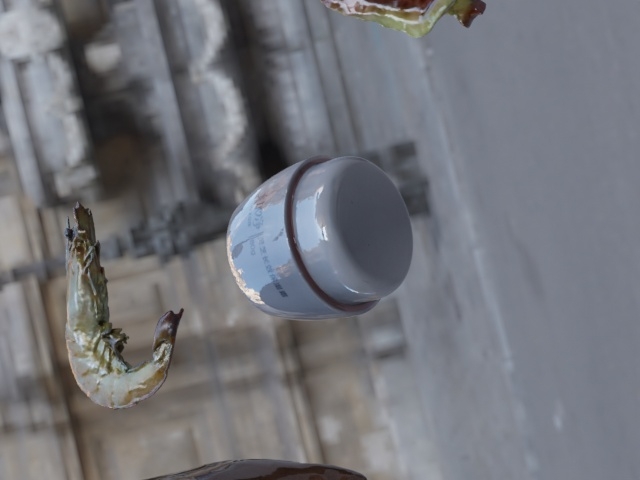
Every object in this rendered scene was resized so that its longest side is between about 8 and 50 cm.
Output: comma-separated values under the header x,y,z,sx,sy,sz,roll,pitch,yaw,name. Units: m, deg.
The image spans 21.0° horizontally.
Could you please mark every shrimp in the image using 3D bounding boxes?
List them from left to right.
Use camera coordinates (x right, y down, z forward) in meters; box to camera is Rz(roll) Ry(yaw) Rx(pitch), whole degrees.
x,y,z,sx,sy,sz,roll,pitch,yaw,name
-0.107,0.033,0.927,0.023,0.083,0.114,-7,-90,-52,shrimp

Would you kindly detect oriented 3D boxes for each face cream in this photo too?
x,y,z,sx,sy,sz,roll,pitch,yaw,name
0.000,0.000,1.232,0.117,0.104,0.117,21,-119,-45,face cream

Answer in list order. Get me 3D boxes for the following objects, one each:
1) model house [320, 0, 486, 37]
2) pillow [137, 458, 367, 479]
x,y,z,sx,sy,sz,roll,pitch,yaw,name
0.058,-0.300,1.511,0.254,0.160,0.196,42,-140,-5,model house
-0.163,0.248,1.296,0.305,0.307,0.108,-35,70,49,pillow
